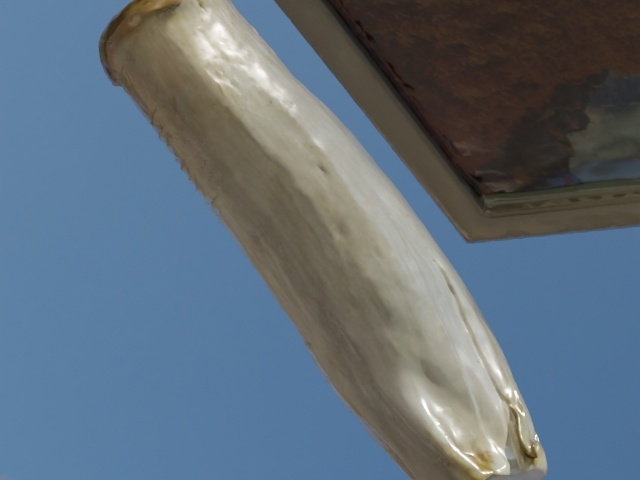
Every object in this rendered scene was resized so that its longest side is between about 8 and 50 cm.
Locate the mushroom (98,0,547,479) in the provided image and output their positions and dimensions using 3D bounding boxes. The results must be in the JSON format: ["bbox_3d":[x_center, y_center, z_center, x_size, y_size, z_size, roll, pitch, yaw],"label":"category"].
[{"bbox_3d":[0.000,0.000,0.940,0.095,0.123,0.351,-40,-102,10],"label":"mushroom"}]

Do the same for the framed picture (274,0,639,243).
[{"bbox_3d":[0.096,-0.066,0.359,0.250,0.184,0.016,-5,-128,35],"label":"framed picture"}]
